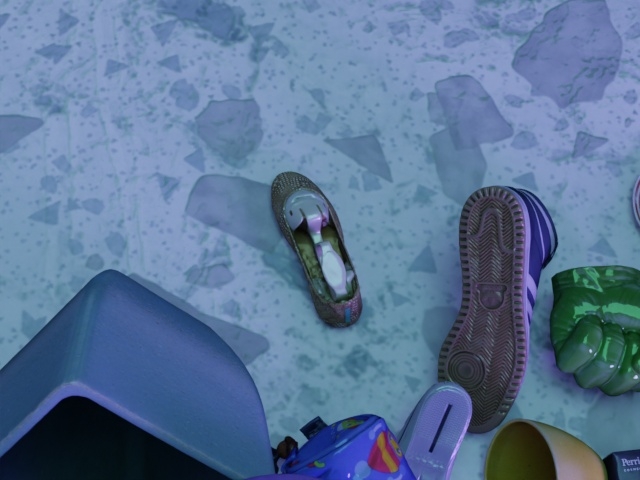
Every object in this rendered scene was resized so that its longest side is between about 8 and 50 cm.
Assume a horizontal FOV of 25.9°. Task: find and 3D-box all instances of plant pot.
[{"bbox_3d":[-0.208,0.177,1.397,0.248,0.247,0.252,34,31,-25],"label":"plant pot"},{"bbox_3d":[0.256,0.262,1.518,0.095,0.134,0.134,4,67,-28],"label":"plant pot"}]

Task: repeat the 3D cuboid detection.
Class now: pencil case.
[{"bbox_3d":[0.064,0.326,1.423,0.133,0.119,0.306,-26,93,16],"label":"pencil case"}]

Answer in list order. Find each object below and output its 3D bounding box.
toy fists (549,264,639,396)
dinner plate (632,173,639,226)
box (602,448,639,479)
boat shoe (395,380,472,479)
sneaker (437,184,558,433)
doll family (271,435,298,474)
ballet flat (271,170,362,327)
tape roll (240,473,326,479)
[{"bbox_3d":[0.396,0.104,1.592,0.279,0.096,0.142,1,74,-17],"label":"toy fists"},{"bbox_3d":[0.450,-0.040,1.707,0.141,0.017,0.141,3,69,-7],"label":"dinner plate"},{"bbox_3d":[0.395,0.309,1.525,0.156,0.093,0.158,-5,69,-9],"label":"box"},{"bbox_3d":[0.104,0.260,1.520,0.083,0.076,0.226,30,90,0],"label":"boat shoe"},{"bbox_3d":[0.208,0.072,1.594,0.099,0.153,0.282,8,100,20],"label":"sneaker"},{"bbox_3d":[-0.058,0.290,1.487,0.111,0.076,0.193,-24,78,5],"label":"doll family"},{"bbox_3d":[0.000,0.000,1.611,0.073,0.067,0.206,-21,73,-13],"label":"ballet flat"},{"bbox_3d":[-0.031,0.353,1.245,0.275,0.090,0.274,-1,92,-14],"label":"tape roll"}]
